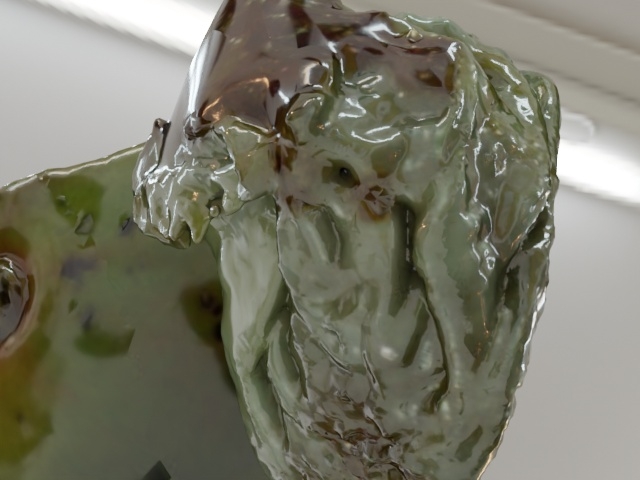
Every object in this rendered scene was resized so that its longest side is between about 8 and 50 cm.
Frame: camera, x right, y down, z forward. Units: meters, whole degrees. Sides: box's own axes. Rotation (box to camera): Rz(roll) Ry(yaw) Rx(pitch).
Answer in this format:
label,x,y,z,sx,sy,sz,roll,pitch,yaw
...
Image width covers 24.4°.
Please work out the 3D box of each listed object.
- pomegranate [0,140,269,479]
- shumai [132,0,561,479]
label,x,y,z,sx,sy,sz,roll,pitch,yaw
pomegranate,-0.044,0.104,0.733,0.310,0.216,0.358,-31,-38,16
shumai,-0.002,0.006,0.490,0.142,0.184,0.184,18,-47,0
